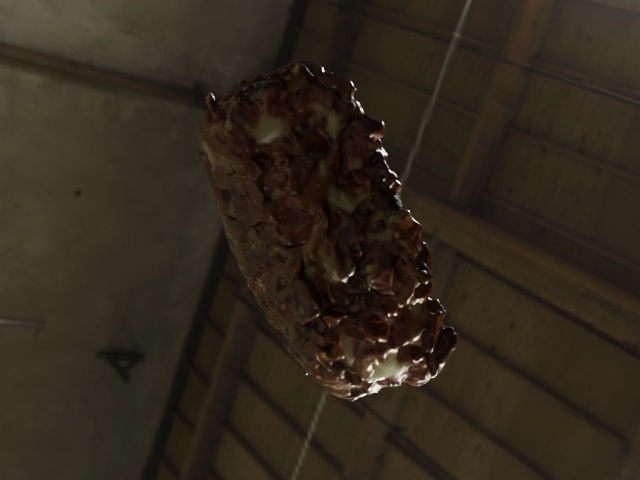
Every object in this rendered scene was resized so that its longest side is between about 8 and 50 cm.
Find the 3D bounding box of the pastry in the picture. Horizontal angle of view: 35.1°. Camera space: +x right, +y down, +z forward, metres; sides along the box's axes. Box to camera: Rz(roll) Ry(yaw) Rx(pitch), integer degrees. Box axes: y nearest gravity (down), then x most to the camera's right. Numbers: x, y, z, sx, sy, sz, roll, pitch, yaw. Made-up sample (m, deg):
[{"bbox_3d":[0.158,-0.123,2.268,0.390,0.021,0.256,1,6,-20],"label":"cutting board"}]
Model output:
[{"bbox_3d":[-0.001,0.000,0.599,0.115,0.097,0.209,0,-66,67],"label":"pastry"}]
